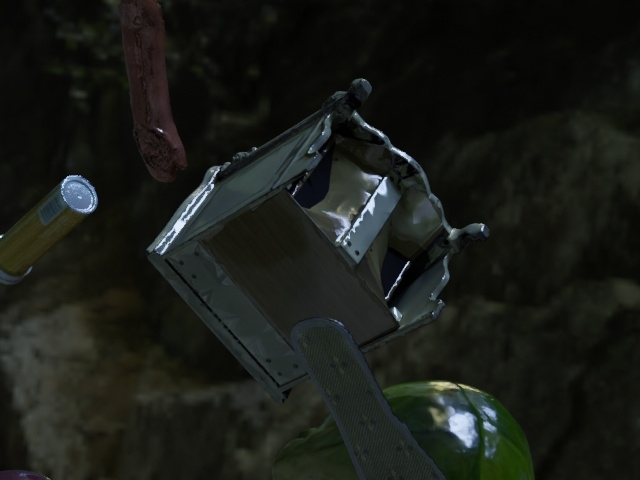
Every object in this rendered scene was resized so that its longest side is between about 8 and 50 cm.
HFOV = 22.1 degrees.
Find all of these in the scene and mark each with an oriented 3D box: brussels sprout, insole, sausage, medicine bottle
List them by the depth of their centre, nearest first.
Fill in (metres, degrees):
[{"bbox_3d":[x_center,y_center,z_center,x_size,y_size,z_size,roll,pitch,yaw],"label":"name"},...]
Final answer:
[{"bbox_3d":[0.063,0.215,1.779,0.322,0.109,0.007,60,37,-19],"label":"insole"},{"bbox_3d":[0.116,0.333,2.228,0.281,0.354,0.289,83,4,-46],"label":"brussels sprout"},{"bbox_3d":[-0.403,-0.015,2.359,0.218,0.074,0.074,-36,-137,40],"label":"medicine bottle"},{"bbox_3d":[-0.258,-0.237,2.493,0.078,0.078,0.304,-139,-141,-75],"label":"sausage"}]

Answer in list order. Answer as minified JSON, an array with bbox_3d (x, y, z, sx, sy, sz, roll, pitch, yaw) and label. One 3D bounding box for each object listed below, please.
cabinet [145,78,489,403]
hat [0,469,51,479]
[{"bbox_3d":[0.000,0.000,2.198,0.318,0.290,0.227,-29,-162,39],"label":"cabinet"},{"bbox_3d":[-0.365,0.383,2.059,0.089,0.205,0.205,-11,111,-66],"label":"hat"}]
